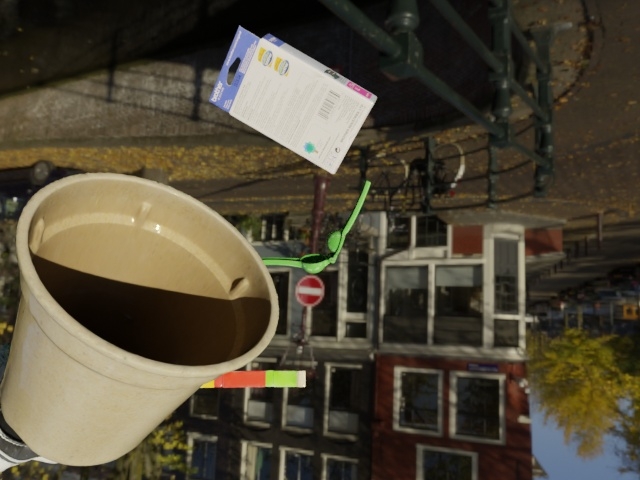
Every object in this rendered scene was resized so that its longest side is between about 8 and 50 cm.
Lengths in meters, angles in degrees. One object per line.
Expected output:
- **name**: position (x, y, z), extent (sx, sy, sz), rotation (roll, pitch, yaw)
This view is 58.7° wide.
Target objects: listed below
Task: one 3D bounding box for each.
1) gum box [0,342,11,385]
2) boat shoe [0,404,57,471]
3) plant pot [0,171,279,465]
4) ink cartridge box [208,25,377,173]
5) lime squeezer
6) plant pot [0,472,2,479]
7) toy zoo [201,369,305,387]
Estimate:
- **gum box**: position (-0.619, 0.299, 1.149), extent (0.041, 0.184, 0.157), rotation (-22, 177, -1)
- **boat shoe**: position (-0.422, 0.284, 0.872), extent (0.102, 0.108, 0.301), rotation (-24, 157, -6)
- **plant pot**: position (-0.278, 0.130, 0.778), extent (0.334, 0.334, 0.305), rotation (10, 129, -42)
- **ink cartridge box**: position (-0.060, -0.295, 1.195), extent (0.311, 0.186, 0.065), rotation (28, -147, -5)
- **lime squeezer**: position (0.000, 0.000, 1.198), extent (0.310, 0.110, 0.059), rotation (-33, -178, 11)
- **plant pot**: position (-0.819, 0.534, 1.179), extent (0.239, 0.254, 0.254), rotation (16, 170, -9)
- **toy zoo**: position (-0.177, 0.261, 1.073), extent (0.293, 0.030, 0.192), rotation (1, 167, -4)
